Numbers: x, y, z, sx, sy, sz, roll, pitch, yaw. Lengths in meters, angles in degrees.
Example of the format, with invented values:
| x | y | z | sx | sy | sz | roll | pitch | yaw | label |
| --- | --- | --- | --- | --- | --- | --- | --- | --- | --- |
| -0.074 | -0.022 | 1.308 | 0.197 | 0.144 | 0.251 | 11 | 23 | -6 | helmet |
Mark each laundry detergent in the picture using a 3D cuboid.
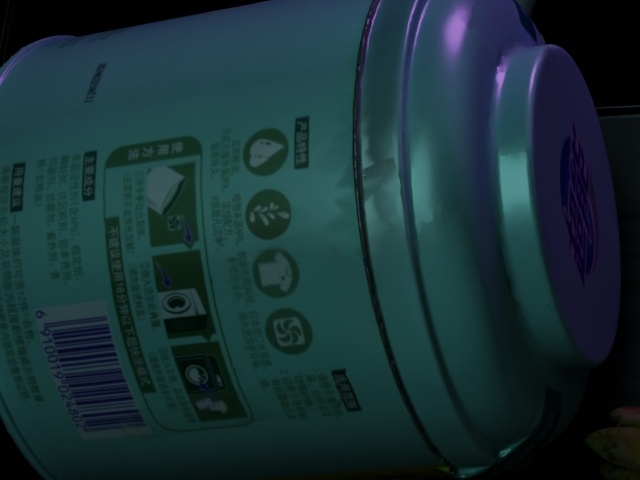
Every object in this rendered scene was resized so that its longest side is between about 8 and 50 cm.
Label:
| x | y | z | sx | sy | sz | roll | pitch | yaw | label |
| --- | --- | --- | --- | --- | --- | --- | --- | --- | --- |
| 0.000 | 0.000 | 1.051 | 0.305 | 0.287 | 0.287 | -7 | 68 | 22 | laundry detergent |

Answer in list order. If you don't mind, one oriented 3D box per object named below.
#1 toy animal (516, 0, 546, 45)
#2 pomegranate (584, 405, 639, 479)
| x | y | z | sx | sy | sz | roll | pitch | yaw | label |
| --- | --- | --- | --- | --- | --- | --- | --- | --- | --- |
| 0.164 | -0.196 | 1.179 | 0.182 | 0.131 | 0.127 | -38 | 92 | 16 | toy animal |
| 0.234 | 0.128 | 0.988 | 0.205 | 0.159 | 0.159 | 7 | 73 | 50 | pomegranate |
